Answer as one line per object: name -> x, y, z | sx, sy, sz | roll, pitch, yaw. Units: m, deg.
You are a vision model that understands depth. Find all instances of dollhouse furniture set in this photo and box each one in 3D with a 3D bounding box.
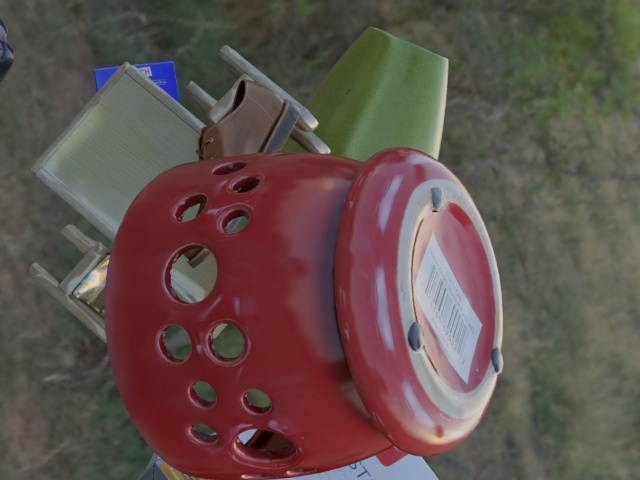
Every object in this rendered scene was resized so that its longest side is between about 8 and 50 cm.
dollhouse furniture set -> -0.133, -0.017, 1.536 | 0.256, 0.362, 0.394 | 40, -4, 13

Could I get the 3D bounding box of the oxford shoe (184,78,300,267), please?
oxford shoe -> -0.095, -0.067, 1.276 | 0.076, 0.076, 0.212 | 34, 56, -18

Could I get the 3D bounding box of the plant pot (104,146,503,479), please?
plant pot -> 0.002, 0.038, 0.753 | 0.191, 0.174, 0.191 | 25, 61, -56

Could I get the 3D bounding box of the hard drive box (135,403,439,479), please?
hard drive box -> -0.016, 0.219, 1.000 | 0.232, 0.089, 0.181 | -21, 69, -50

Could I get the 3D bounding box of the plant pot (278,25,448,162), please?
plant pot -> 0.082, -0.175, 2.073 | 0.294, 0.274, 0.275 | -67, 165, 11

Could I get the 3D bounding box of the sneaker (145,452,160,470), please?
sneaker -> -0.215, 0.430, 1.989 | 0.161, 0.282, 0.102 | 22, 35, -12

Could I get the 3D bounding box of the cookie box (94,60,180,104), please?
cookie box -> -0.201, -0.140, 1.473 | 0.040, 0.091, 0.107 | 154, -72, -77

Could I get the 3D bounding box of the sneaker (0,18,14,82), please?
sneaker -> -0.390, -0.242, 1.359 | 0.162, 0.106, 0.281 | -31, 142, -48
